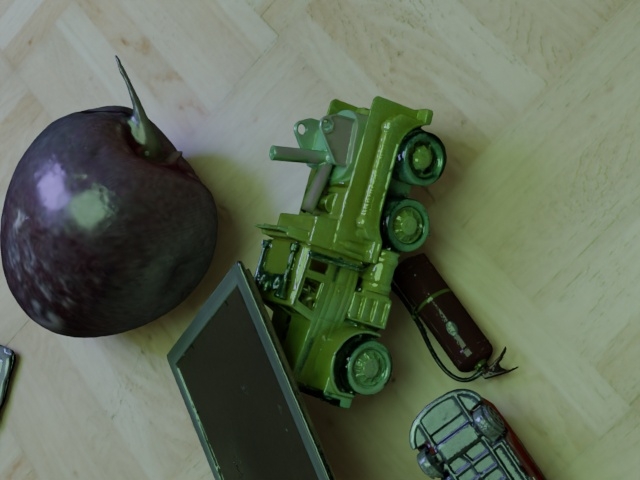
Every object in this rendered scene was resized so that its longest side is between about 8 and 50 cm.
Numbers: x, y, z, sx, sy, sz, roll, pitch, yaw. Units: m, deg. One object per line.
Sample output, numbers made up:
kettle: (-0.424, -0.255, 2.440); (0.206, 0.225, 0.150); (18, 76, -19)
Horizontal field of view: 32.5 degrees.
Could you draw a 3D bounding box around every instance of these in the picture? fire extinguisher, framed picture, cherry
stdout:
fire extinguisher: (0.110, 0.071, 0.942); (0.056, 0.039, 0.132); (-37, 65, 5)
framed picture: (-0.051, 0.180, 0.943); (0.216, 0.016, 0.273); (-48, 61, 54)
cherry: (-0.203, -0.019, 1.049); (0.266, 0.183, 0.213); (-55, 51, 25)

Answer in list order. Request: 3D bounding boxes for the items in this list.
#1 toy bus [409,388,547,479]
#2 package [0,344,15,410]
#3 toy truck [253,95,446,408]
toy bus: (0.146, 0.202, 0.873); (0.079, 0.077, 0.174); (-40, 63, 15)
package: (-0.421, 0.184, 1.206); (0.173, 0.027, 0.171); (11, 84, 26)
toy truck: (0.002, 0.004, 0.941); (0.128, 0.135, 0.260); (9, 86, 59)
